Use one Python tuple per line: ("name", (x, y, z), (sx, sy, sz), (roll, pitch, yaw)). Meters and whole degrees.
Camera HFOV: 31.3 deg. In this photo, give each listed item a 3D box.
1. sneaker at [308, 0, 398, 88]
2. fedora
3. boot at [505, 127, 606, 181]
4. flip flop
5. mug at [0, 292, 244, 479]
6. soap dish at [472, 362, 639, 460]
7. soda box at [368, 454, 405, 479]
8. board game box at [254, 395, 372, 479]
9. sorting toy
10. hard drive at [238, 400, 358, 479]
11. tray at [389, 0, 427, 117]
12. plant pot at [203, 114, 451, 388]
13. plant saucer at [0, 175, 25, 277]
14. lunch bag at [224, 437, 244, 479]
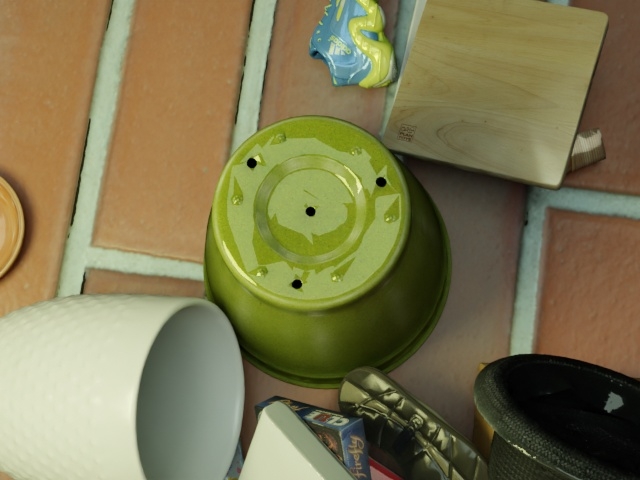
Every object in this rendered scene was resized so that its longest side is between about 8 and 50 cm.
("sneaker", (0.033, -0.338, 1.707), (0.126, 0.091, 0.240), (-13, 79, 1))
("fedora", (0.327, 0.275, 1.389), (0.334, 0.334, 0.153), (22, 113, 8))
("boot", (0.319, -0.186, 1.670), (0.152, 0.073, 0.197), (-14, 72, 7))
("flip flop", (0.136, 0.274, 1.512), (0.277, 0.080, 0.112), (42, 102, 23))
("mug", (-0.303, 0.253, 1.524), (0.328, 0.276, 0.374), (1, 105, 25))
("soap dish", (0.318, 0.316, 1.539), (0.228, 0.118, 0.291), (5, 78, 5))
("soda box", (0.049, 0.333, 1.564), (0.263, 0.092, 0.083), (32, 82, 9))
("board game box", (0.000, 0.331, 1.459), (0.042, 0.165, 0.243), (-21, 108, -41))
("sorting toy", (0.251, -0.210, 1.616), (0.257, 0.089, 0.256), (15, 80, 20))
("hard drive", (-0.037, 0.377, 1.453), (0.040, 0.308, 0.203), (-20, 52, -40))
("tray", (0.194, -0.257, 1.707), (0.145, 0.030, 0.271), (12, 79, 9))
("plant pot", (0.000, 0.000, 1.505), (0.366, 0.353, 0.367), (-1, 79, 3))
("plant saucer", (-0.536, -0.014, 1.701), (0.199, 0.037, 0.200), (-1, 78, 3))
("lunch bag", (-0.146, 0.318, 1.601), (0.083, 0.053, 0.071), (-14, 75, 10))
